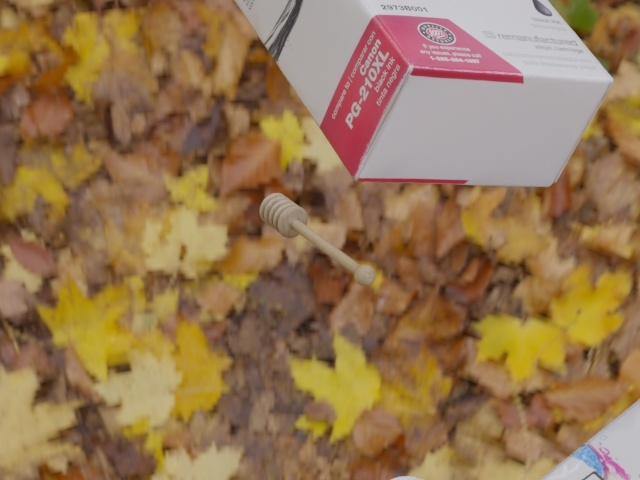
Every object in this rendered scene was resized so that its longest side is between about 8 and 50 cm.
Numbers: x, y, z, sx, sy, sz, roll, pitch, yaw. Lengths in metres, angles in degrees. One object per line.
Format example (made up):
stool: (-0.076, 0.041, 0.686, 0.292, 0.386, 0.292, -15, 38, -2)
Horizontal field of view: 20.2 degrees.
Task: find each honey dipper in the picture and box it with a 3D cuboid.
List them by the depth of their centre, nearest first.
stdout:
honey dipper: (0.000, 0.000, 1.530, 0.030, 0.030, 0.161, -35, 37, -17)

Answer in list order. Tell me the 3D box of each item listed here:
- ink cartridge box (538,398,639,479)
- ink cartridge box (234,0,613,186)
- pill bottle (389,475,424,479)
ink cartridge box: (0.251, 0.219, 1.349, 0.278, 0.201, 0.117, -39, 60, 4)
ink cartridge box: (0.059, -0.149, 1.231, 0.172, 0.100, 0.237, 0, 41, -33)
pill bottle: (0.048, 0.325, 1.828, 0.124, 0.221, 0.124, 13, 56, -20)
